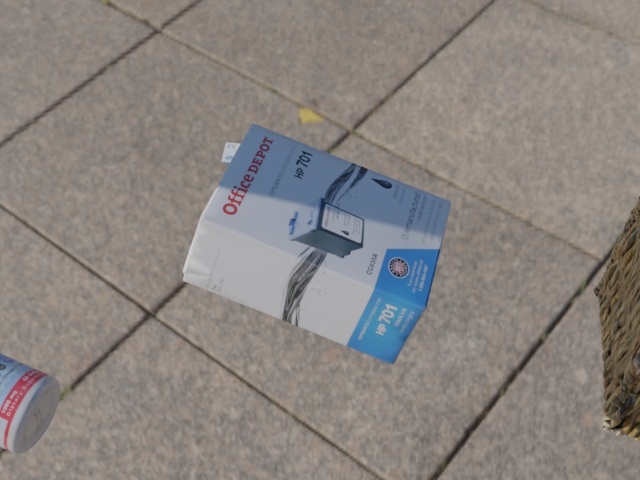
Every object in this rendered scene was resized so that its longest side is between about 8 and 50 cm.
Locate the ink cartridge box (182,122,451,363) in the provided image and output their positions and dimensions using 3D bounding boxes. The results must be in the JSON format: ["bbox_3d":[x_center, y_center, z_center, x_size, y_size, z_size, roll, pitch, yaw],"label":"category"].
[{"bbox_3d":[0.000,0.000,0.780,0.191,0.082,0.139,23,44,-2],"label":"ink cartridge box"}]

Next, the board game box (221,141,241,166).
[{"bbox_3d":[-0.046,-0.079,1.151,0.103,0.154,0.026,7,77,18],"label":"board game box"}]

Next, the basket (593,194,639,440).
[{"bbox_3d":[0.410,0.041,0.880,0.213,0.299,0.223,14,38,4],"label":"basket"}]

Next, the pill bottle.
[{"bbox_3d":[-0.366,0.156,0.981,0.160,0.087,0.087,22,56,7],"label":"pill bottle"}]
